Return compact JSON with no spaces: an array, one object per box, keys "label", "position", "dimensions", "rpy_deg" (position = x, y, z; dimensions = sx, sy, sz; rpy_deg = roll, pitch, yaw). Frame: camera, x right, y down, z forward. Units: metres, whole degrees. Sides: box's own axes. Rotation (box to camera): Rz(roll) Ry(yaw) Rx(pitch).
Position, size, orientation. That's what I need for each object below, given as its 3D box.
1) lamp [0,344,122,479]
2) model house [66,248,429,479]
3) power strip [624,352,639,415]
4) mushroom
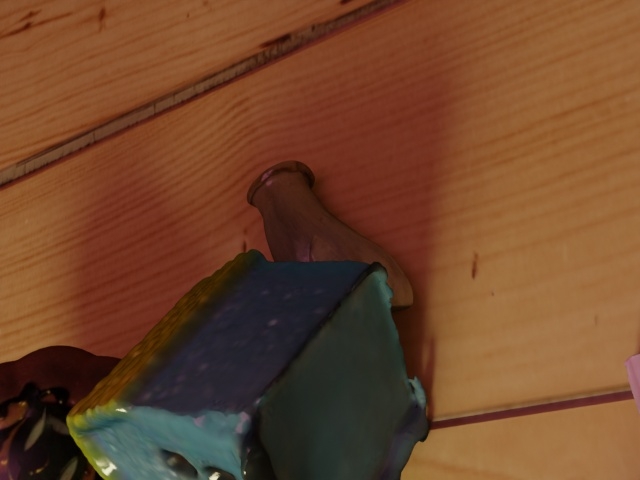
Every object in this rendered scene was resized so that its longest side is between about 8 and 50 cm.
[{"label":"lamp","position":[-0.298,0.276,0.884],"dimensions":[0.305,0.239,0.305],"rpy_deg":[5,67,-10]},{"label":"model house","position":[-0.083,0.150,0.747],"dimensions":[0.303,0.215,0.237],"rpy_deg":[8,41,33]},{"label":"power strip","position":[0.331,0.203,0.603],"dimensions":[0.109,0.037,0.279],"rpy_deg":[-23,63,27]},{"label":"mushroom","position":[-0.004,0.010,0.861],"dimensions":[0.108,0.096,0.247],"rpy_deg":[-53,52,18]}]
